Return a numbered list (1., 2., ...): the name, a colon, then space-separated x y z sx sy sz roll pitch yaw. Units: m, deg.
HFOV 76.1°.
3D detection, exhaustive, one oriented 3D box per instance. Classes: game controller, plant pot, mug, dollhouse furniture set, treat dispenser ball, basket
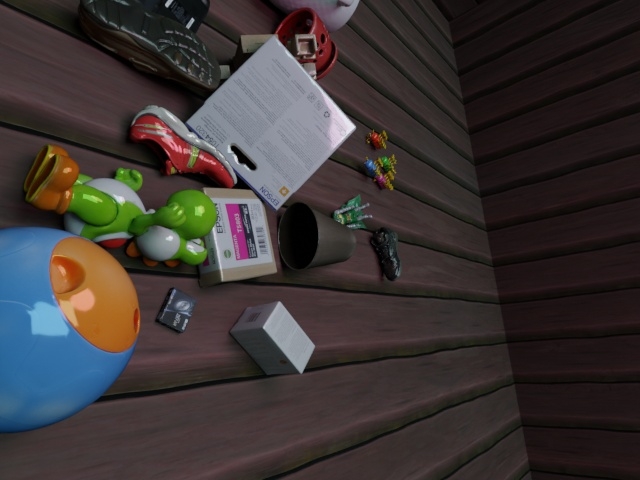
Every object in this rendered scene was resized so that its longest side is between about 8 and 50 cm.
1. game controller: -0.396 -0.613 1.081 0.166 0.067 0.319 54 41 -46
2. plant pot: -0.048 -0.670 1.421 0.174 0.191 0.191 28 57 -52
3. mug: -0.033 -0.891 1.392 0.328 0.276 0.374 0 38 -45
4. dollhouse furniture set: -0.149 -0.391 1.208 0.303 0.174 0.355 -11 99 -15
5. treat dispenser ball: -0.419 0.123 0.596 0.288 0.288 0.288 21 62 -46
6. basket: 0.000 0.000 1.276 0.227 0.154 0.204 11 70 -53

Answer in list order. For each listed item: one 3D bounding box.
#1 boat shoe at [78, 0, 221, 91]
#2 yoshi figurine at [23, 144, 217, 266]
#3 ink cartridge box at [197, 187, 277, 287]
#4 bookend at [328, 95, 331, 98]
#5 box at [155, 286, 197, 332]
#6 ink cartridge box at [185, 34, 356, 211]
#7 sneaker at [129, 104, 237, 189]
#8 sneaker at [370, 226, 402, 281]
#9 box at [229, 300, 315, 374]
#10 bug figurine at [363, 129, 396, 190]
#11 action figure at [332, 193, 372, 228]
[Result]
1. boat shoe: -0.395 -0.456 0.963 0.324 0.120 0.122 25 63 -37
2. yoshi figurine: -0.359 -0.075 0.825 0.362 0.203 0.203 33 47 -44
3. ink cartridge box: -0.225 -0.012 1.047 0.193 0.088 0.234 -7 84 -53
4. bookend: 0.003 -0.429 1.487 0.156 0.072 0.157 -35 106 -51
5. box: -0.323 0.157 0.921 0.067 0.018 0.083 41 48 -34
6. ink cartridge box: -0.126 -0.306 1.098 0.330 0.071 0.324 -46 106 -5
7. sneaker: -0.333 -0.197 0.994 0.279 0.107 0.118 37 69 -34
8. sneaker: 0.256 0.047 1.627 0.130 0.087 0.227 25 56 -42
9. box: -0.121 0.253 1.047 0.170 0.130 0.091 56 41 -23
10. bug figurine: 0.254 -0.337 1.767 0.216 0.072 0.279 52 38 -35
11. action figure: 0.108 -0.086 1.511 0.232 0.064 0.137 -23 99 -48
